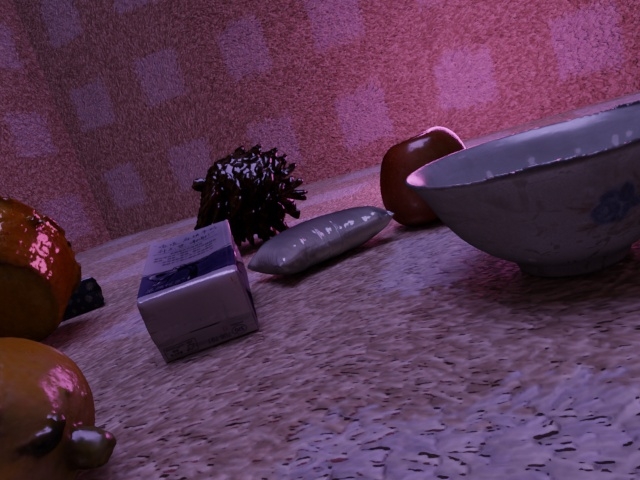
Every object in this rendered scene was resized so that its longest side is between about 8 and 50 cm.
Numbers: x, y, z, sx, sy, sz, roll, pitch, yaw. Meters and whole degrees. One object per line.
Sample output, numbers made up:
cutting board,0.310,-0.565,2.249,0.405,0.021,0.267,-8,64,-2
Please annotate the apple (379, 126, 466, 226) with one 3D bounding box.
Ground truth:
apple,0.199,-0.118,0.943,0.181,0.168,0.181,-23,12,5

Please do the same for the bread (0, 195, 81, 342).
bread,-0.649,0.077,0.902,0.358,0.336,0.204,-10,39,-12

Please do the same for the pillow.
pillow,0.000,0.000,0.894,0.254,0.078,0.144,-23,13,-25

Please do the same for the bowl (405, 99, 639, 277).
bowl,0.264,-0.045,0.544,0.314,0.146,0.313,-17,10,3

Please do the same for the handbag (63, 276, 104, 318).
handbag,-0.580,0.132,1.176,0.115,0.072,0.139,-23,8,-16

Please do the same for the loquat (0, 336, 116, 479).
loquat,-0.261,0.156,0.386,0.205,0.149,0.172,-1,13,10

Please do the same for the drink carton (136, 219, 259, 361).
drink carton,-0.179,0.060,0.725,0.134,0.101,0.222,-21,25,-6

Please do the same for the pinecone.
pinecone,-0.182,-0.113,1.284,0.296,0.242,0.298,-3,44,2
